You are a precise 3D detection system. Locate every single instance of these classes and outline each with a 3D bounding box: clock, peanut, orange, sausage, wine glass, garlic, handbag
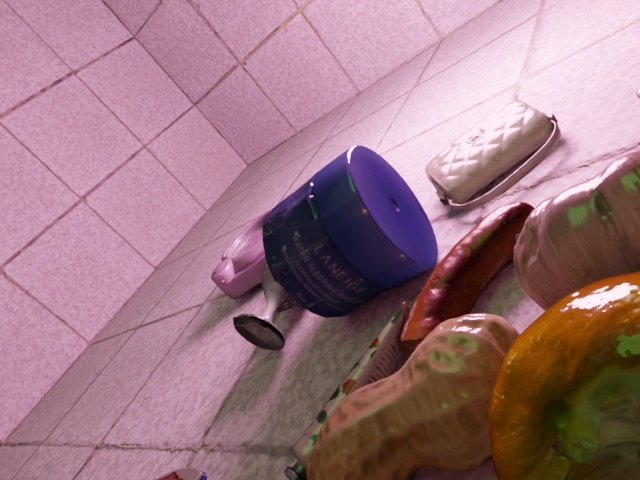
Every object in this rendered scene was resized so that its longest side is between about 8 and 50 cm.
[{"bbox_3d":[-0.160,0.008,1.441,0.296,0.113,0.322,-36,19,16],"label":"clock"},{"bbox_3d":[0.102,0.201,0.539,0.298,0.120,0.136,-40,39,12],"label":"peanut"},{"bbox_3d":[0.223,0.110,0.351,0.237,0.180,0.158,-58,33,35],"label":"orange"},{"bbox_3d":[0.206,0.060,0.703,0.302,0.076,0.103,-50,29,-20],"label":"sausage"},{"bbox_3d":[-0.080,0.109,1.061,0.127,0.126,0.241,-21,29,44],"label":"wine glass"},{"bbox_3d":[0.311,0.035,0.470,0.219,0.219,0.211,-30,61,29],"label":"garlic"},{"bbox_3d":[0.329,-0.159,0.946,0.256,0.079,0.219,-39,23,12],"label":"handbag"}]

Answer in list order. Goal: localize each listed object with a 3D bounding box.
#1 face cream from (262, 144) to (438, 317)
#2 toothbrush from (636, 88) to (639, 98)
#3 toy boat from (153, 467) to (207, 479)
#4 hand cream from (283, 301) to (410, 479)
[{"bbox_3d":[0.050,-0.008,0.890,0.225,0.249,0.249,-36,20,30],"label":"face cream"},{"bbox_3d":[0.554,-0.198,0.686,0.026,0.024,0.288,-53,19,8],"label":"toothbrush"},{"bbox_3d":[-0.291,0.447,0.781,0.295,0.088,0.129,-38,20,10],"label":"toy boat"},{"bbox_3d":[0.050,0.210,0.676,0.059,0.095,0.276,26,67,32],"label":"hand cream"}]
